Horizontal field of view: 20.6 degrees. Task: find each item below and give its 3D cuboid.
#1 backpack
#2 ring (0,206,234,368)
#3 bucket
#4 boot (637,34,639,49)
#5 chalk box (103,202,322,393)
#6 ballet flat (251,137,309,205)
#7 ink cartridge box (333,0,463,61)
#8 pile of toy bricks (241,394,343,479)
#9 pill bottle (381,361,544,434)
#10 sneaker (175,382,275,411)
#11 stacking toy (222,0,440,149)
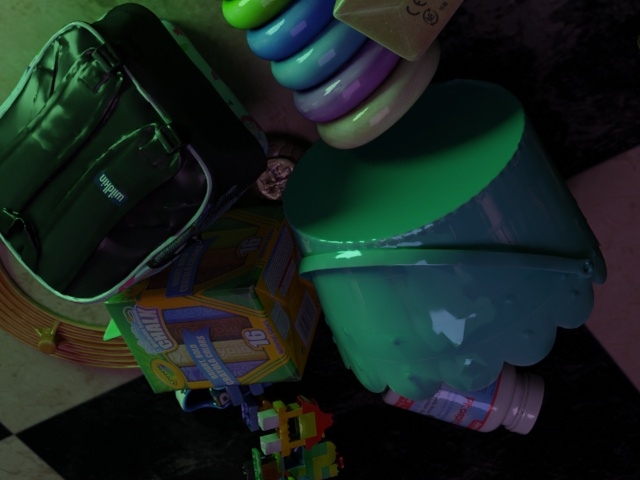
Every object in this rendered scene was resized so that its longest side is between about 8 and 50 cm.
[{"bbox_3d":[-0.192,-0.074,1.636,0.225,0.191,0.253,50,120,6],"label":"backpack"},{"bbox_3d":[-0.238,0.021,1.853,0.337,0.032,0.336,5,131,5],"label":"ring"},{"bbox_3d":[0.107,-0.007,1.632,0.281,0.281,0.183,-15,124,20],"label":"bucket"},{"bbox_3d":[0.389,-0.136,1.601,0.197,0.073,0.152,2,137,13],"label":"boot"},{"bbox_3d":[-0.122,0.059,1.752,0.213,0.132,0.132,-6,129,23],"label":"chalk box"},{"bbox_3d":[0.000,0.000,1.781,0.084,0.058,0.250,-15,127,19],"label":"ballet flat"},{"bbox_3d":[0.112,-0.292,1.421,0.088,0.193,0.234,27,128,-12],"label":"ink cartridge box"},{"bbox_3d":[-0.023,0.254,1.993,0.105,0.118,0.212,-13,116,-17],"label":"pile of toy bricks"},{"bbox_3d":[0.152,0.153,1.872,0.160,0.087,0.087,17,131,-6],"label":"pill bottle"},{"bbox_3d":[-0.092,0.155,1.926,0.144,0.059,0.053,-15,127,10],"label":"sneaker"},{"bbox_3d":[-0.048,-0.234,1.543,0.141,0.141,0.330,-34,115,31],"label":"stacking toy"}]
